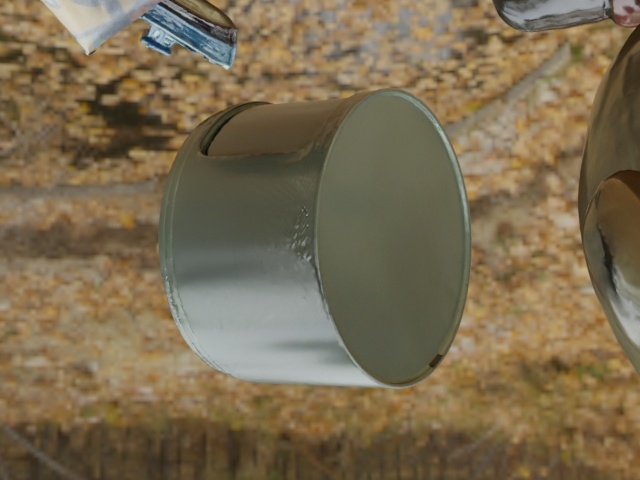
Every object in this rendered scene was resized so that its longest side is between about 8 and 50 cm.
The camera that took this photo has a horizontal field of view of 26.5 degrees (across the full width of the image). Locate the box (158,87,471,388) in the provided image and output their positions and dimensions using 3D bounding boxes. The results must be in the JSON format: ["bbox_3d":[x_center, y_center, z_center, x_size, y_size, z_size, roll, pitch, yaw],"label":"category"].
[{"bbox_3d":[0.000,0.000,1.056,0.149,0.226,0.226,-2,167,33],"label":"box"}]

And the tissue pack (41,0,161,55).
[{"bbox_3d":[-0.142,-0.216,0.949,0.148,0.060,0.108,-31,125,15],"label":"tissue pack"}]

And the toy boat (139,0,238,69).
[{"bbox_3d":[-0.139,-0.204,1.275,0.137,0.060,0.061,26,125,-16],"label":"toy boat"}]

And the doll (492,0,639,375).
[{"bbox_3d":[0.185,-0.053,0.448,0.235,0.329,0.174,24,139,-16],"label":"doll"}]
